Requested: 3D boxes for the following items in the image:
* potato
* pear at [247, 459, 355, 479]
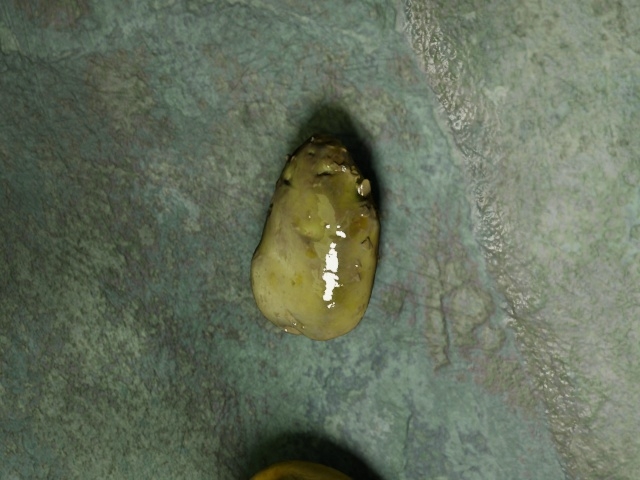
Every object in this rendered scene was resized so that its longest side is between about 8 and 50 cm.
[{"bbox_3d":[0.000,0.000,1.977,0.191,0.141,0.296,31,124,41],"label":"potato"},{"bbox_3d":[-0.019,0.475,2.061,0.314,0.314,0.314,12,113,31],"label":"pear"}]
